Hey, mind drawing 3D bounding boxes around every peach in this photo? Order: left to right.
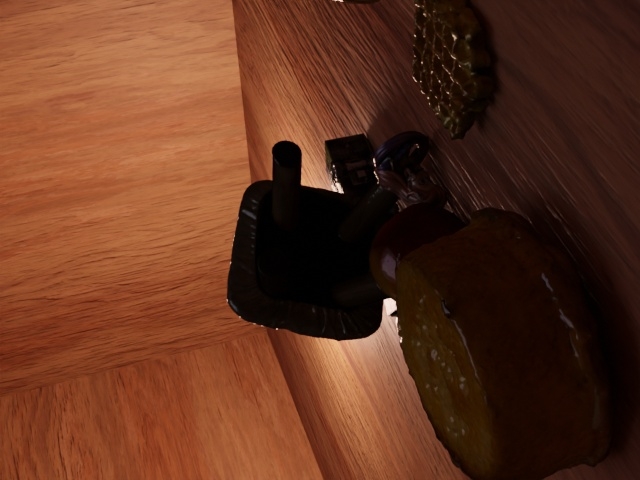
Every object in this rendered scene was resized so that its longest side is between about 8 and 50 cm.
[{"bbox_3d":[0.183,0.037,1.827,0.197,0.197,0.197,167,90,-79],"label":"peach"}]

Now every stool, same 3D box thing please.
[{"bbox_3d":[0.000,0.000,2.034,0.226,0.310,0.310,116,161,-62],"label":"stool"}]

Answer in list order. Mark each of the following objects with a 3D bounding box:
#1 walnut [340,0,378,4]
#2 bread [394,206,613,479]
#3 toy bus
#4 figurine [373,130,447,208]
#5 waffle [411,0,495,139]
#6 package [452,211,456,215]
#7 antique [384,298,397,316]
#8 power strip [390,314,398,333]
[{"bbox_3d":[0.052,-0.484,1.791,0.213,0.213,0.213,167,90,-79],"label":"walnut"},{"bbox_3d":[0.255,0.161,1.514,0.398,0.215,0.398,162,90,-78],"label":"bread"},{"bbox_3d":[0.091,-0.079,2.310,0.139,0.113,0.301,92,164,-53],"label":"toy bus"},{"bbox_3d":[0.158,-0.110,1.937,0.126,0.114,0.157,-18,-94,-57],"label":"figurine"},{"bbox_3d":[0.204,-0.260,1.672,0.219,0.057,0.229,-115,16,-45],"label":"waffle"},{"bbox_3d":[0.232,-0.004,1.923,0.110,0.015,0.037,96,159,-55],"label":"package"},{"bbox_3d":[0.180,0.086,2.111,0.221,0.081,0.080,127,128,-76],"label":"antique"},{"bbox_3d":[0.172,0.184,2.384,0.055,0.035,0.083,-136,32,-70],"label":"power strip"}]
